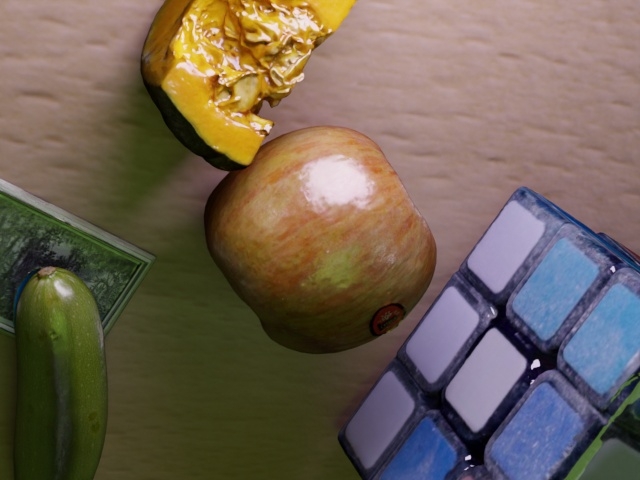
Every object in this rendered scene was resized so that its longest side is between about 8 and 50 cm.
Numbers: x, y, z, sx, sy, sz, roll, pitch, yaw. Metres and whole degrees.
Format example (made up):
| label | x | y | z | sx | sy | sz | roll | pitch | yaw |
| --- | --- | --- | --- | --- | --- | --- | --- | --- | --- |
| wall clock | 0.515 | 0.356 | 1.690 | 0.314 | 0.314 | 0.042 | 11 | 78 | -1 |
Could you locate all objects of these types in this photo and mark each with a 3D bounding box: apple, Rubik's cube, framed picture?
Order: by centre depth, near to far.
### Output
| label | x | y | z | sx | sy | sz | roll | pitch | yaw |
| --- | --- | --- | --- | --- | --- | --- | --- | --- | --- |
| apple | 0.000 | 0.000 | 1.411 | 0.188 | 0.211 | 0.211 | -35 | 119 | -2 |
| framed picture | -0.268 | 0.036 | 1.454 | 0.183 | 0.011 | 0.142 | 29 | 104 | -26 |
| Rubik's cube | 0.283 | 0.206 | 1.510 | 0.359 | 0.363 | 0.362 | 29 | 104 | -28 |

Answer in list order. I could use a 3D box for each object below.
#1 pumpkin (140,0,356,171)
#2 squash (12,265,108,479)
| label | x | y | z | sx | sy | sz | roll | pitch | yaw |
| --- | --- | --- | --- | --- | --- | --- | --- | --- | --- |
| pumpkin | -0.067 | -0.192 | 1.358 | 0.131 | 0.126 | 0.248 | 40 | 79 | -20 |
| squash | -0.252 | 0.175 | 1.477 | 0.095 | 0.094 | 0.340 | -2 | 119 | -16 |
